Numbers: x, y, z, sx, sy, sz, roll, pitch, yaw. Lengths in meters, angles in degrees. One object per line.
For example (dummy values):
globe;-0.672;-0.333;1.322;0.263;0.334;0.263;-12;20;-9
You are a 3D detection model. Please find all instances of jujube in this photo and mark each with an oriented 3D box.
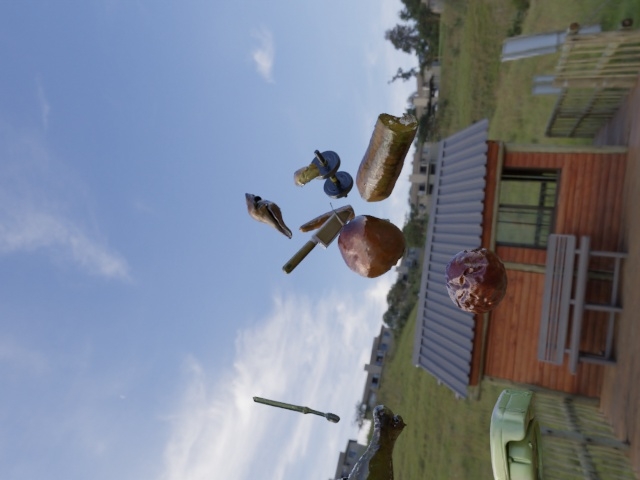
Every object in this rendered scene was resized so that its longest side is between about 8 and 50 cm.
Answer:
jujube;0.456;0.119;1.298;0.250;0.174;0.174;48;-128;-55

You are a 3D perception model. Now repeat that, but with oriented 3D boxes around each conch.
conch;-0.175;-0.093;1.521;0.080;0.233;0.086;-39;-33;-51

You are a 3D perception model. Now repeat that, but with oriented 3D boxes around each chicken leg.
chicken leg;0.165;0.667;1.221;0.360;0.212;0.140;-59;5;-9

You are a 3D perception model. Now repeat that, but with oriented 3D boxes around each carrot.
carrot;0.162;-0.210;1.138;0.301;0.114;0.114;105;-176;-59
carrot;0.019;-0.071;1.600;0.061;0.210;0.061;161;90;-79

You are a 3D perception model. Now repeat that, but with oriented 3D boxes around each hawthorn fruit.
hawthorn fruit;0.096;0.012;0.997;0.149;0.189;0.149;-166;90;-80

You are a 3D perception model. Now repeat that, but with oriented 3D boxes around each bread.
bread;-0.042;-0.180;1.230;0.053;0.072;0.106;59;173;-5

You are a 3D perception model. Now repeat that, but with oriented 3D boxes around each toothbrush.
toothbrush;-0.077;0.545;1.432;0.028;0.295;0.026;-79;5;-81

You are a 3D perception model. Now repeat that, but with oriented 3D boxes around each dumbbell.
dumbbell;0.050;-0.286;1.943;0.325;0.143;0.143;49;-130;-49

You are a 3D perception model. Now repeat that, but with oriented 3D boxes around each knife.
knife;0.000;0.001;1.038;0.256;0.046;0.022;-46;-6;-35

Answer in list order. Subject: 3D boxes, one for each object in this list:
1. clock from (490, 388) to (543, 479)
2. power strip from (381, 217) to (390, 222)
clock;0.639;0.681;1.424;0.286;0.118;0.347;-14;-83;-58
power strip;0.237;-0.022;1.669;0.019;0.051;0.136;-112;15;-54
